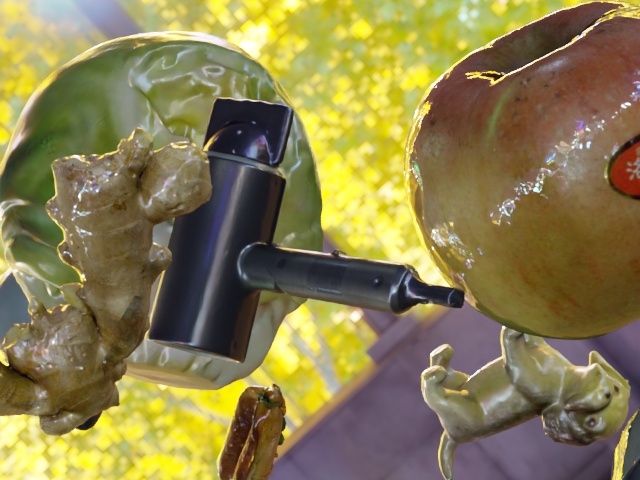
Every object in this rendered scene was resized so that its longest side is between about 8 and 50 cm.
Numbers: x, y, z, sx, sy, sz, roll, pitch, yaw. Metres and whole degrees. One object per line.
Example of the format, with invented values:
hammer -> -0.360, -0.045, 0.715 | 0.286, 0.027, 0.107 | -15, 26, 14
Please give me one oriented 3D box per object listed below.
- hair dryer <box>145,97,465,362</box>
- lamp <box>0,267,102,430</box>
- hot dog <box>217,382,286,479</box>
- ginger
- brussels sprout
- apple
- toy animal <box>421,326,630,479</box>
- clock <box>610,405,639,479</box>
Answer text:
hair dryer -> 0.000, 0.000, 1.146 | 0.078, 0.248, 0.196 | 24, -103, -57
lamp -> -0.349, 0.127, 2.166 | 0.198, 0.197, 0.244 | -41, -36, -34
hot dog -> -0.075, 0.232, 1.791 | 0.055, 0.072, 0.188 | -11, -39, -29
ginger -> -0.145, 0.031, 0.959 | 0.193, 0.176, 0.052 | -17, 34, -5
brussels sprout -> -0.156, -0.032, 1.488 | 0.268, 0.344, 0.344 | 14, -46, -42
apple -> 0.258, -0.059, 1.580 | 0.338, 0.305, 0.338 | -23, 16, 7
toy animal -> 0.228, 0.165, 1.809 | 0.233, 0.169, 0.121 | -16, 6, 8
clock -> 0.257, 0.135, 0.833 | 0.215, 0.215, 0.042 | -43, 24, 35
